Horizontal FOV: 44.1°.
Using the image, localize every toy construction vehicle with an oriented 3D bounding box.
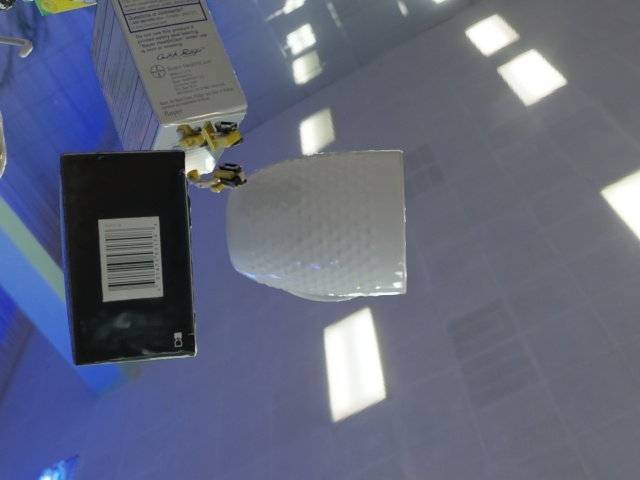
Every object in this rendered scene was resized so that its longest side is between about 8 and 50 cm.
[{"bbox_3d":[-0.127,-0.096,0.909,0.098,0.086,0.035,11,-134,35],"label":"toy construction vehicle"}]

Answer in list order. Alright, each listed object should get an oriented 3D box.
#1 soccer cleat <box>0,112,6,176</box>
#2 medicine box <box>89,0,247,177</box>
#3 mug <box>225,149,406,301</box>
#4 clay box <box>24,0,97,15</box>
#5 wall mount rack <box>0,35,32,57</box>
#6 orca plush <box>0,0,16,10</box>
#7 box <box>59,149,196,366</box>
[{"bbox_3d":[-0.656,-0.206,1.567,0.068,0.196,0.076,-4,-179,-8],"label":"soccer cleat"},{"bbox_3d":[-0.267,-0.275,1.326,0.149,0.289,0.263,-17,169,-25],"label":"medicine box"},{"bbox_3d":[0.000,0.000,1.550,0.328,0.374,0.276,-2,-129,5],"label":"mug"},{"bbox_3d":[-0.511,-0.532,1.613,0.222,0.127,0.053,-16,-110,-7],"label":"clay box"},{"bbox_3d":[-0.600,-0.331,1.241,0.130,0.350,0.304,13,-134,16],"label":"wall mount rack"},{"bbox_3d":[-0.524,-0.423,1.041,0.151,0.287,0.102,-33,177,-1],"label":"orca plush"},{"bbox_3d":[-0.161,0.009,0.642,0.093,0.156,0.158,-3,-176,-18],"label":"box"}]
